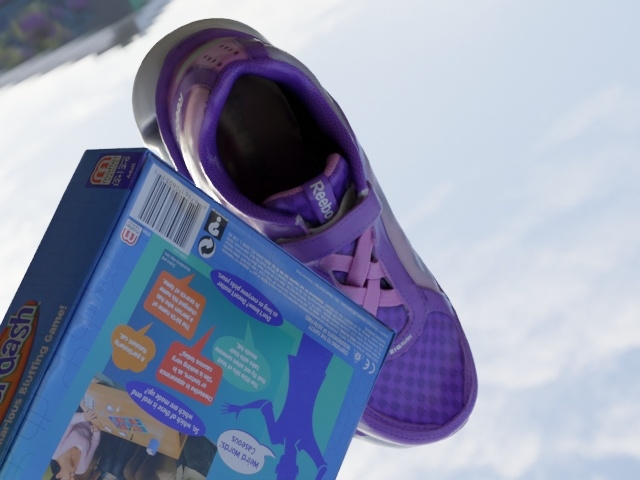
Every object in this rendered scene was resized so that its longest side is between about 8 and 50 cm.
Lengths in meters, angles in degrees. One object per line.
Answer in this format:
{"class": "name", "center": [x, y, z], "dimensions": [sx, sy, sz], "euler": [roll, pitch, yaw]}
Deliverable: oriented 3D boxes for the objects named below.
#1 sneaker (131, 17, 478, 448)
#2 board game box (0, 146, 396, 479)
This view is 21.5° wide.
{"class": "sneaker", "center": [0.000, 0.000, 0.787], "dimensions": [0.095, 0.236, 0.104], "euler": [-35, -171, -14]}
{"class": "board game box", "center": [-0.069, 0.092, 0.675], "dimensions": [0.047, 0.160, 0.210], "euler": [2, -118, 48]}
